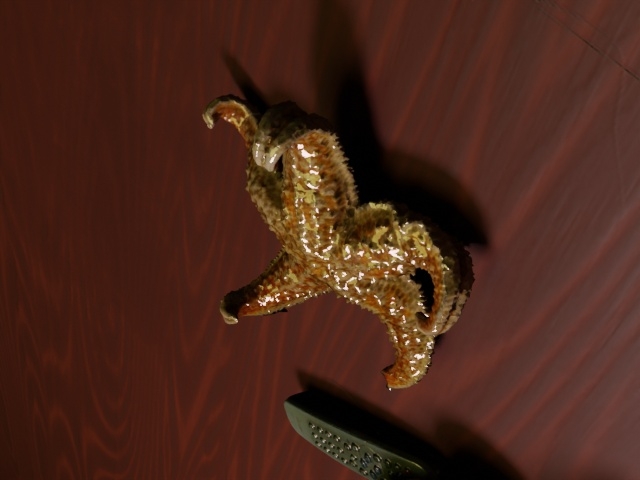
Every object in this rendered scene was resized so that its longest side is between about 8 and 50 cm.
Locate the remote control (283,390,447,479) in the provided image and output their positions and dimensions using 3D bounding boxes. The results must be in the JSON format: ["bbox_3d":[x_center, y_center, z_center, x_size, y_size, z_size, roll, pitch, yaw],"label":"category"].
[{"bbox_3d":[0.045,0.218,1.251,0.222,0.042,0.072,21,141,42],"label":"remote control"}]

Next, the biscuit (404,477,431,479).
[{"bbox_3d":[0.138,0.319,1.202,0.209,0.041,0.290,25,151,14],"label":"biscuit"}]

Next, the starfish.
[{"bbox_3d":[-0.004,0.001,1.008,0.312,0.113,0.303,47,151,2],"label":"starfish"}]
